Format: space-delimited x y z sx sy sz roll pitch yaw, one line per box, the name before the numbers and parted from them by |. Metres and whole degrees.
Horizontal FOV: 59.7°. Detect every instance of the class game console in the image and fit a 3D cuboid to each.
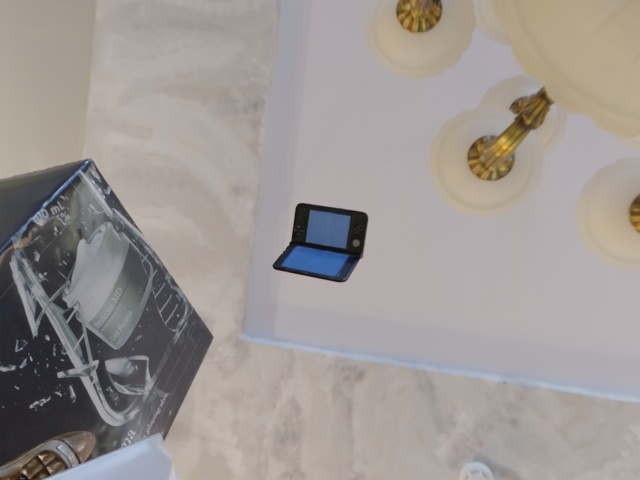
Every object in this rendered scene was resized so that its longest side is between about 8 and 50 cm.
game console | 0.000 0.000 0.992 0.144 0.085 0.124 10 -84 21

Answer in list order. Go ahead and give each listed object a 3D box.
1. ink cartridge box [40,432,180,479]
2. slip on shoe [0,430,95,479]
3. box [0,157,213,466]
ink cartridge box | -0.199 0.218 0.369 0.139 0.191 0.082 -46 -113 37
slip on shoe | -0.254 0.208 0.498 0.135 0.041 0.051 -38 -87 23
box | -0.483 0.199 0.949 0.298 0.479 0.471 -9 -53 24
